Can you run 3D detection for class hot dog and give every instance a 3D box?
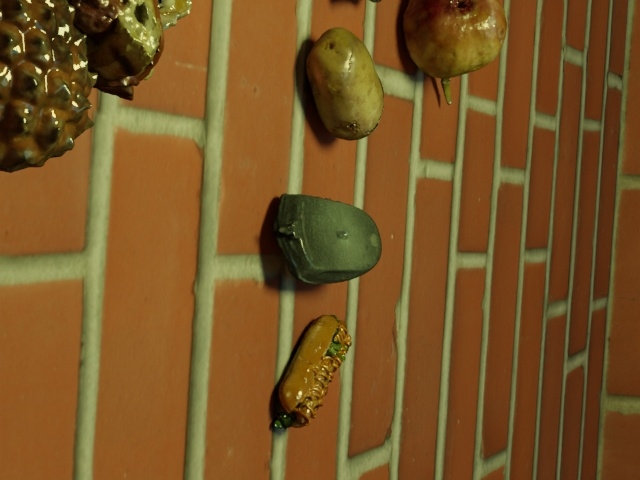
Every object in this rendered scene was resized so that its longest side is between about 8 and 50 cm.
[{"bbox_3d":[-0.194,-0.197,1.140,0.213,0.103,0.146,-170,-113,-86],"label":"hot dog"},{"bbox_3d":[-0.008,0.172,1.696,0.072,0.055,0.188,73,32,-41],"label":"hot dog"}]

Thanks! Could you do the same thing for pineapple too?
[{"bbox_3d":[-0.257,-0.151,0.998,0.166,0.166,0.193,-42,128,-56],"label":"pineapple"}]

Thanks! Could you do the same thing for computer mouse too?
[{"bbox_3d":[-0.004,0.002,1.667,0.229,0.068,0.113,8,69,-54],"label":"computer mouse"}]

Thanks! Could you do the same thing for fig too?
[{"bbox_3d":[0.206,-0.297,2.016,0.257,0.159,0.159,87,20,-58],"label":"fig"}]

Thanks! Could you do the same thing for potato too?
[{"bbox_3d":[0.033,-0.201,1.693,0.170,0.080,0.107,64,37,-55],"label":"potato"}]

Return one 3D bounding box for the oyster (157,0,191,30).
[{"bbox_3d":[-0.168,-0.262,1.293,0.146,0.045,0.121,-65,152,-23],"label":"oyster"}]

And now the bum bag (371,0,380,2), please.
[{"bbox_3d":[0.052,-0.461,1.682,0.144,0.095,0.340,-66,155,-50],"label":"bum bag"}]
